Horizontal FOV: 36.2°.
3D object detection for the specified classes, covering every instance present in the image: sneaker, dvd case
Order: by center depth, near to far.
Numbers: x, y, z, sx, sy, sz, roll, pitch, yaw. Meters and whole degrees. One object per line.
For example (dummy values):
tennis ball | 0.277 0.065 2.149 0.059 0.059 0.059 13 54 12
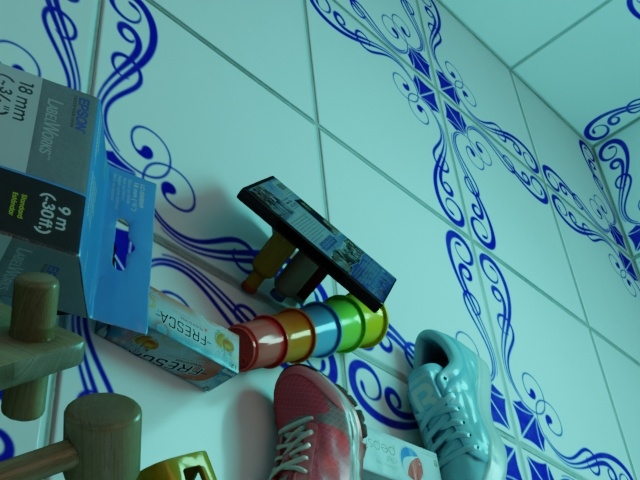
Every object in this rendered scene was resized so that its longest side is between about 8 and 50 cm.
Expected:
sneaker | -0.010 0.293 1.226 0.136 0.116 0.314 17 48 -47
dvd case | 0.000 0.000 1.422 0.253 0.022 0.180 40 14 2
sneaker | 0.189 0.280 1.543 0.150 0.135 0.366 38 24 -19

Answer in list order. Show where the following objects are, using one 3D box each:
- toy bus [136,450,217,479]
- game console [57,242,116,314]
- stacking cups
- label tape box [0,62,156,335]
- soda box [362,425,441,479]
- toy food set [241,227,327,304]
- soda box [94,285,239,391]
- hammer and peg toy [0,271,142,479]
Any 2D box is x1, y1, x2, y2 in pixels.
toy bus | -0.135 0.321 1.020 0.202 0.104 0.191 42 32 -23
game console | -0.299 0.031 1.114 0.122 0.071 0.107 0 21 -40
stacking cups | -0.019 0.124 1.404 0.316 0.096 0.096 -1 62 -56
label tape box | -0.314 -0.062 1.042 0.333 0.106 0.241 18 44 -25
soda box | 0.081 0.321 1.384 0.216 0.069 0.074 29 39 -39
toy food set | -0.042 0.028 1.498 0.111 0.104 0.232 38 13 -5
soda box | -0.183 0.116 1.199 0.183 0.058 0.063 34 37 -33
hammer and peg toy | -0.320 0.089 0.744 0.266 0.361 0.127 -13 116 -58
